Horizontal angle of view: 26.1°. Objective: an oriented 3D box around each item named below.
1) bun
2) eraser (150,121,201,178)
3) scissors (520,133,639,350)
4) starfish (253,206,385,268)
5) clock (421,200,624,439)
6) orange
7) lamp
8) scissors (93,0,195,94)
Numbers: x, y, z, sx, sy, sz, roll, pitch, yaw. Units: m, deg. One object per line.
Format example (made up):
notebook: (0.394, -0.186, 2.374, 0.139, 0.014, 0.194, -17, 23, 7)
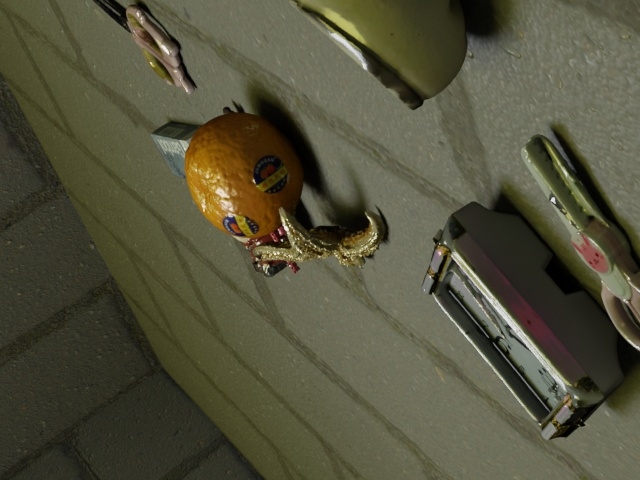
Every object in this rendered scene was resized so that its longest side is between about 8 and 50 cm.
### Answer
bun: (0.061, -0.209, 1.230, 0.173, 0.120, 0.173, 39, -174, -5)
eraser: (-0.226, -0.152, 2.369, 0.092, 0.046, 0.212, 60, 164, -17)
scissors: (0.256, 0.007, 1.258, 0.242, 0.030, 0.118, 54, 165, -8)
starfish: (0.001, 0.002, 1.860, 0.238, 0.216, 0.071, -16, 78, 42)
clock: (0.211, 0.083, 1.455, 0.253, 0.083, 0.186, 51, 164, 14)
orange: (-0.104, -0.092, 1.918, 0.177, 0.155, 0.178, 41, 156, 22)
lamp: (-0.108, -0.068, 2.063, 0.253, 0.118, 0.118, 60, 164, -22)
scissors: (-0.301, -0.342, 2.242, 0.317, 0.024, 0.160, 42, 162, 40)
